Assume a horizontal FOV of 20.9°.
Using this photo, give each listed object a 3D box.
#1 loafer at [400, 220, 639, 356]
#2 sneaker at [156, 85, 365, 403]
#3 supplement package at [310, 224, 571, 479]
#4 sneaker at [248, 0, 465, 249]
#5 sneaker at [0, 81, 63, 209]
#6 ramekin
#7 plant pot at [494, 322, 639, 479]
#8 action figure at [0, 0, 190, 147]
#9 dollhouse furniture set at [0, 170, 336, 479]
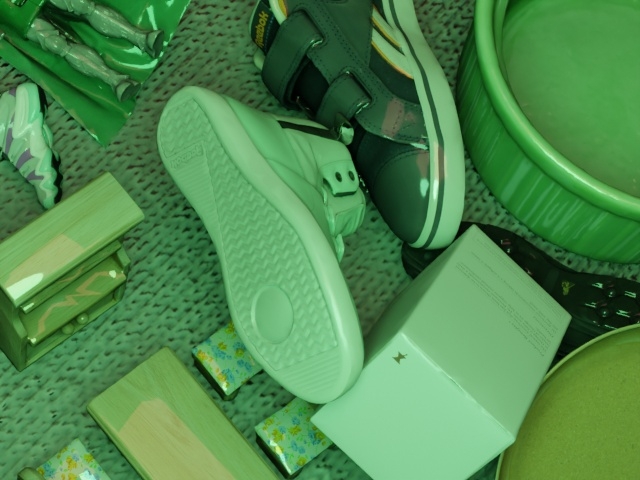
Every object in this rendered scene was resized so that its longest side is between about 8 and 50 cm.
[{"bbox_3d":[0.165,0.049,1.322,0.223,0.078,0.076,20,56,16],"label":"loafer"},{"bbox_3d":[0.000,-0.001,1.202,0.151,0.094,0.256,6,47,-45],"label":"sneaker"},{"bbox_3d":[0.088,0.088,1.212,0.105,0.105,0.179,44,32,-2],"label":"supplement package"},{"bbox_3d":[0.017,-0.130,1.340,0.127,0.126,0.321,-4,58,-17],"label":"sneaker"},{"bbox_3d":[-0.236,-0.066,1.318,0.069,0.038,0.098,-12,83,5],"label":"sneaker"},{"bbox_3d":[0.252,-0.128,1.367,0.303,0.148,0.303,4,68,-9],"label":"ramekin"},{"bbox_3d":[0.230,0.170,1.256,0.236,0.032,0.236,-3,102,-16],"label":"plant pot"},{"bbox_3d":[-0.232,-0.189,1.346,0.232,0.063,0.137,29,86,7],"label":"action figure"},{"bbox_3d":[-0.121,0.100,1.200,0.212,0.161,0.242,-37,79,-21],"label":"dollhouse furniture set"}]
